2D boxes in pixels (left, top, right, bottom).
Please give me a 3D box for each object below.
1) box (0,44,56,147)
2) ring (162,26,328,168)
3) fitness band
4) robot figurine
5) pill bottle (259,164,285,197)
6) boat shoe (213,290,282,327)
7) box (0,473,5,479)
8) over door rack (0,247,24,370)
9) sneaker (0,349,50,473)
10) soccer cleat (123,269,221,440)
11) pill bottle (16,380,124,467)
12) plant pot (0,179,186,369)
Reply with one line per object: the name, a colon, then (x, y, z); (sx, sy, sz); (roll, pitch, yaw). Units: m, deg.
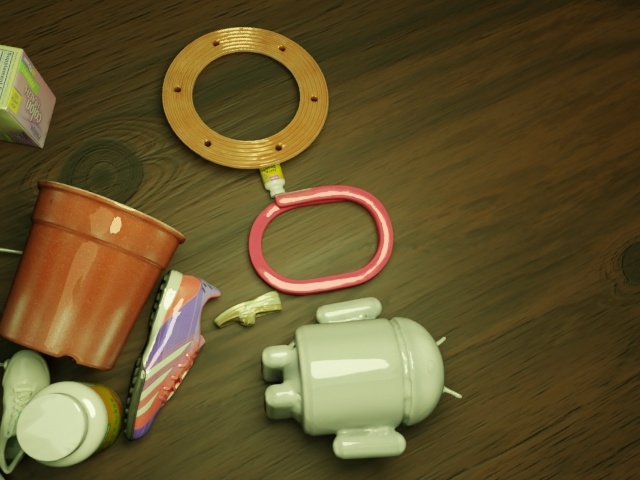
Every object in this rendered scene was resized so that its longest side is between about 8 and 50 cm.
box: (-0.653, -0.280, 1.260); (0.243, 0.213, 0.117); (11, 78, -3)
ring: (-0.151, -0.292, 1.388); (0.337, 0.032, 0.336); (2, 67, -5)
fitness band: (0.000, 0.000, 1.358); (0.291, 0.054, 0.208); (-9, 82, -7)
robot figurine: (0.071, 0.244, 1.236); (0.354, 0.199, 0.299); (-3, 65, -6)
pill bottle: (-0.097, -0.131, 1.376); (0.043, 0.043, 0.083); (-17, 81, -9)
boat shoe: (-0.138, 0.141, 1.312); (0.135, 0.050, 0.045); (-23, 76, -10)
box: (-0.649, 0.444, 1.162); (0.145, 0.038, 0.186); (50, 50, 5)
over door rack: (-0.676, 0.113, 1.243); (0.324, 0.108, 0.239); (9, 77, -19)
sneaker: (-0.522, 0.302, 1.189); (0.080, 0.094, 0.212); (9, 95, -23)
soccer cleat: (-0.278, 0.218, 1.259); (0.117, 0.109, 0.318); (18, 77, -15)
pill bottle: (-0.421, 0.307, 1.147); (0.136, 0.245, 0.136); (1, 78, -6)
plant pot: (-0.413, 0.071, 1.188); (0.273, 0.272, 0.265); (20, 79, -2)
